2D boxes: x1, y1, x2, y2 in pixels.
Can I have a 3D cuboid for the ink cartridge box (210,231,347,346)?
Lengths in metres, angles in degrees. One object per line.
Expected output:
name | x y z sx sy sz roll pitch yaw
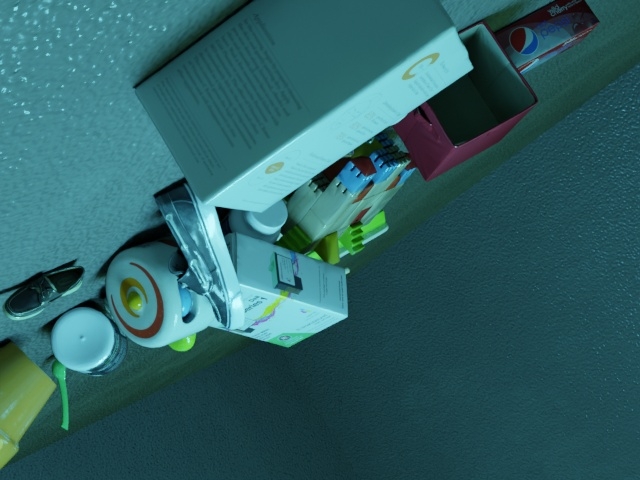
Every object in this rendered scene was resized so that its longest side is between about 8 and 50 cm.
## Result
ink cartridge box | -0.116 0.104 1.820 0.278 0.117 0.201 20 144 -35

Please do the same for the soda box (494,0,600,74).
soda box | 0.417 -0.392 1.806 0.263 0.083 0.092 -30 172 -17

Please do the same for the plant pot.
plant pot | -0.624 0.305 1.765 0.188 0.205 0.205 -46 176 -19

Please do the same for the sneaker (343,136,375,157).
sneaker | 0.025 -0.179 1.645 0.178 0.077 0.072 -29 170 -14

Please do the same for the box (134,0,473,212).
box | -0.010 -0.198 1.110 0.345 0.168 0.215 -33 171 12

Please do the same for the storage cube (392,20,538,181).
storage cube | 0.248 -0.250 1.675 0.215 0.183 0.193 -30 172 -16

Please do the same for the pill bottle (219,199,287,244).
pill bottle | -0.144 -0.021 1.828 0.112 0.112 0.187 -25 169 -38

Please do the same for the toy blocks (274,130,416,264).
toy blocks | 0.074 -0.120 1.929 0.261 0.190 0.381 -50 165 33

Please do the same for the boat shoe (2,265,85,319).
boat shoe | -0.456 0.079 1.507 0.152 0.056 0.049 -37 172 -45

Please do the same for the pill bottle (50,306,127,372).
pill bottle | -0.481 0.220 1.933 0.130 0.130 0.245 -31 171 -9

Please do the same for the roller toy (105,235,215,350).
roller toy | -0.296 0.092 1.675 0.146 0.209 0.191 -20 154 -49

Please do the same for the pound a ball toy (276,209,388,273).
pound a ball toy | 0.007 -0.005 2.265 0.319 0.136 0.208 -29 135 -18

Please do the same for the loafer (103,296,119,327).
loafer | -0.383 0.141 1.944 0.111 0.112 0.319 -36 180 -5

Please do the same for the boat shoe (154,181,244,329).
boat shoe | -0.208 0.040 1.554 0.102 0.108 0.301 -23 128 -14

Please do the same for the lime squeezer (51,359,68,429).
lime squeezer | -0.559 0.280 2.139 0.058 0.110 0.310 93 22 -60

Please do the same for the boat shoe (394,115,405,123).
boat shoe | 0.108 -0.265 1.462 0.084 0.095 0.258 -23 158 -28
